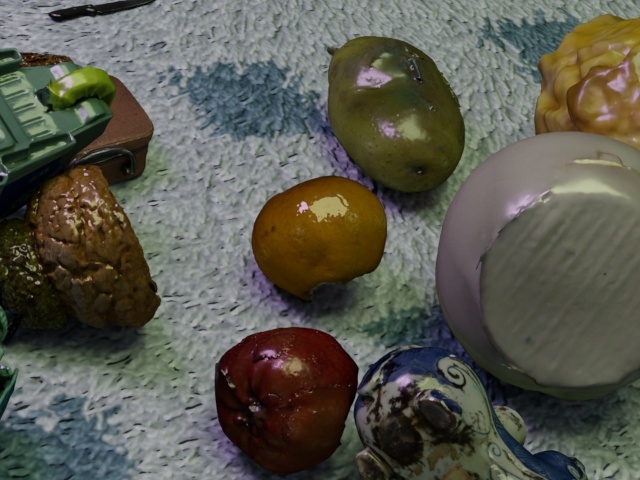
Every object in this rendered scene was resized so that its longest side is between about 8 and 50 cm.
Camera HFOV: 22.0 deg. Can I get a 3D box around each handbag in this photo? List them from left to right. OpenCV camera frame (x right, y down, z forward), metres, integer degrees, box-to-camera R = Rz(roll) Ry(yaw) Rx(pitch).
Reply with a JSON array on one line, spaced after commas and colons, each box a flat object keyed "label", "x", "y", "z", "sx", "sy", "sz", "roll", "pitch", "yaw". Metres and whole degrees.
[{"label": "handbag", "x": -0.300, "y": -0.120, "z": 1.949, "sx": 0.193, "sy": 0.072, "sz": 0.151, "roll": -13, "pitch": 48, "yaw": -34}]

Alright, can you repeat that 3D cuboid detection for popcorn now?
[{"label": "popcorn", "x": 0.454, "y": -0.122, "z": 2.037, "sx": 0.390, "sy": 0.354, "sz": 0.344, "roll": -6, "pitch": 30, "yaw": 43}]

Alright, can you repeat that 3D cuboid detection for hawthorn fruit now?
[{"label": "hawthorn fruit", "x": -0.022, "y": 0.155, "z": 1.672, "sx": 0.148, "sy": 0.148, "sz": 0.172, "roll": 38, "pitch": 33, "yaw": 24}]

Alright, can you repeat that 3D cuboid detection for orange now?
[{"label": "orange", "x": 0.000, "y": 0.000, "z": 1.862, "sx": 0.157, "sy": 0.156, "sz": 0.134, "roll": -2, "pitch": 63, "yaw": -22}]

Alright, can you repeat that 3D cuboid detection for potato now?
[{"label": "potato", "x": 0.096, "y": -0.161, "z": 2.085, "sx": 0.169, "sy": 0.143, "sz": 0.248, "roll": -7, "pitch": 44, "yaw": -12}]

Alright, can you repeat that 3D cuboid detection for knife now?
[{"label": "knife", "x": -0.291, "y": -0.315, "z": 2.231, "sx": 0.170, "sy": 0.010, "sz": 0.023, "roll": -18, "pitch": 50, "yaw": -37}]

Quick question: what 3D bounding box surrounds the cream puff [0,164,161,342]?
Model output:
[{"label": "cream puff", "x": -0.276, "y": 0.031, "z": 1.728, "sx": 0.169, "sy": 0.183, "sz": 0.183, "roll": -25, "pitch": 52, "yaw": -13}]

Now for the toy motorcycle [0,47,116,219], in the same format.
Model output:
[{"label": "toy motorcycle", "x": -0.374, "y": -0.088, "z": 1.742, "sx": 0.326, "sy": 0.200, "sz": 0.191, "roll": -19, "pitch": 66, "yaw": -38}]

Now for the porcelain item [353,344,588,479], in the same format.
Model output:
[{"label": "porcelain item", "x": 0.164, "y": 0.217, "z": 1.644, "sx": 0.288, "sy": 0.138, "sz": 0.186, "roll": 45, "pitch": 33, "yaw": 7}]

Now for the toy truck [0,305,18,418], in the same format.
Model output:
[{"label": "toy truck", "x": -0.430, "y": 0.118, "z": 1.548, "sx": 0.279, "sy": 0.156, "sz": 0.155, "roll": 18, "pitch": 39, "yaw": 0}]

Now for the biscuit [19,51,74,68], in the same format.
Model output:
[{"label": "biscuit", "x": -0.406, "y": -0.195, "z": 1.963, "sx": 0.131, "sy": 0.025, "sz": 0.231, "roll": 5, "pitch": 19, "yaw": 25}]

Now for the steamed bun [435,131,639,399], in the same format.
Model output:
[{"label": "steamed bun", "x": 0.272, "y": 0.016, "z": 1.846, "sx": 0.309, "sy": 0.309, "sz": 0.309, "roll": 10, "pitch": 39, "yaw": -9}]
